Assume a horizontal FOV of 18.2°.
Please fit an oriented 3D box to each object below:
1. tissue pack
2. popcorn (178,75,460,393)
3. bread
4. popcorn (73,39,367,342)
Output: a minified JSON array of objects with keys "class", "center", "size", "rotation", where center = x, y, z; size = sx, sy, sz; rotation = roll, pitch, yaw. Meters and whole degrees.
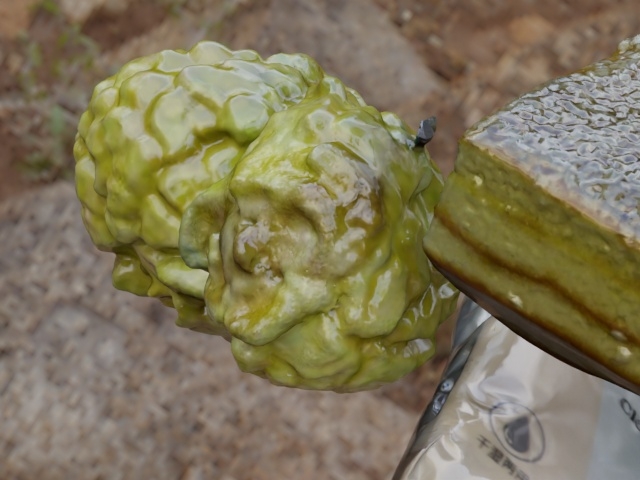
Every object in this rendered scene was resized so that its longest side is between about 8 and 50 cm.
[{"class":"tissue pack","center":[0.169,0.193,1.266],"size":[0.375,0.195,0.390],"rotation":[61,30,-19]},{"class":"popcorn","center":[0.009,-0.002,1.101],"size":[0.173,0.142,0.173],"rotation":[9,75,-34]},{"class":"bread","center":[0.197,0.005,1.018],"size":[0.234,0.110,0.184],"rotation":[30,40,26]},{"class":"popcorn","center":[-0.059,-0.032,1.443],"size":[0.259,0.259,0.212],"rotation":[18,72,-32]}]
